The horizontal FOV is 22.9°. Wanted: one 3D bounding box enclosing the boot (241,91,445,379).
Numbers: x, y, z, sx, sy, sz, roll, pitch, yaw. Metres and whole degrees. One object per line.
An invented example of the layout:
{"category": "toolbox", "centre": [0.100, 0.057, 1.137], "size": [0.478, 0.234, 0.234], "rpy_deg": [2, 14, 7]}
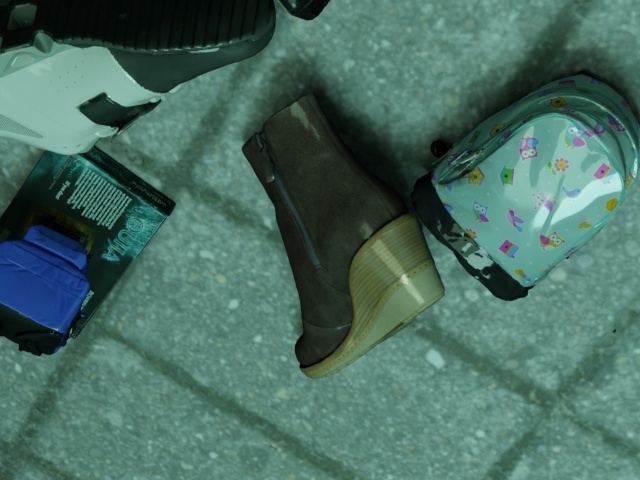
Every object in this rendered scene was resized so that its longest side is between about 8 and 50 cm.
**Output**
{"category": "boot", "centre": [0.000, 0.000, 1.372], "size": [0.207, 0.090, 0.248], "rpy_deg": [55, 148, 6]}

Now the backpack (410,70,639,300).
{"category": "backpack", "centre": [0.178, -0.045, 1.269], "size": [0.152, 0.115, 0.182], "rpy_deg": [43, 119, -10]}

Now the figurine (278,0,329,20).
{"category": "figurine", "centre": [-0.002, -0.311, 1.180], "size": [0.209, 0.092, 0.215], "rpy_deg": [-38, 104, 23]}

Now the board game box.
{"category": "board game box", "centre": [-0.232, -0.004, 1.461], "size": [0.126, 0.026, 0.186], "rpy_deg": [36, 123, -8]}

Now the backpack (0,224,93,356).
{"category": "backpack", "centre": [-0.255, 0.049, 1.426], "size": [0.098, 0.101, 0.120], "rpy_deg": [32, 156, -1]}

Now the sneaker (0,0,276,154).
{"category": "sneaker", "centre": [-0.183, -0.145, 1.321], "size": [0.330, 0.122, 0.146], "rpy_deg": [-5, 137, 17]}
